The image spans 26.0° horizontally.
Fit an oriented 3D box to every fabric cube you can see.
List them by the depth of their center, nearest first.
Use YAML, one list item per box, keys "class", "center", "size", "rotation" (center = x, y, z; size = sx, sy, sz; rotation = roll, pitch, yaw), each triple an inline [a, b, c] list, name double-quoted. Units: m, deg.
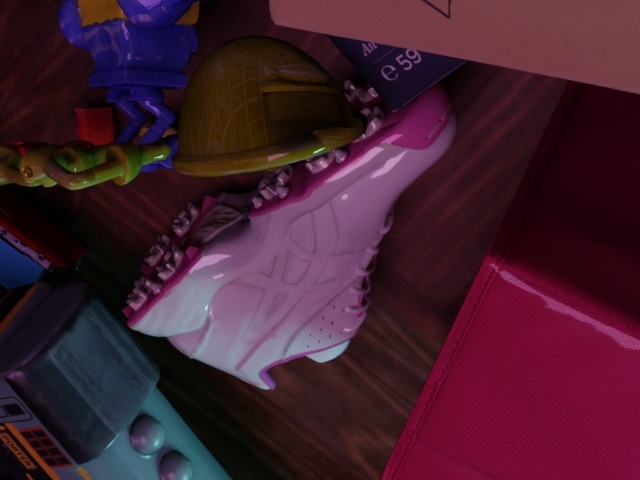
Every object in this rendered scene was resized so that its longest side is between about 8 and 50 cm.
- class: "fabric cube"
  center: [0.196, 0.095, 0.808]
  size: [0.258, 0.254, 0.259]
  rotation: [26, 126, 7]

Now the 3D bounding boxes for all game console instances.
- class: "game console"
  center: [-0.255, 0.000, 1.028]
  size: [0.144, 0.124, 0.085]
  rotation: [36, 99, -3]

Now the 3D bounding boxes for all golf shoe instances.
- class: "golf shoe"
  center: [0.000, 0.000, 0.924]
  size: [0.140, 0.115, 0.306]
  rotation: [40, 133, -16]

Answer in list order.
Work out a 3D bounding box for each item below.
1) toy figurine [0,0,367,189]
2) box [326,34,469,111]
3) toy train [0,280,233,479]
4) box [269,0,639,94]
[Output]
- class: "toy figurine"
  center: [-0.125, -0.145, 0.797]
  size: [0.362, 0.191, 0.217]
  rotation: [-173, 79, -64]
- class: "box"
  center: [0.063, -0.271, 0.658]
  size: [0.294, 0.183, 0.296]
  rotation: [48, 134, -9]
- class: "toy train"
  center: [-0.167, 0.172, 1.033]
  size: [0.190, 0.142, 0.334]
  rotation: [-12, 120, 43]
- class: "box"
  center: [0.066, -0.150, 0.609]
  size: [0.201, 0.021, 0.164]
  rotation: [14, 133, 19]
